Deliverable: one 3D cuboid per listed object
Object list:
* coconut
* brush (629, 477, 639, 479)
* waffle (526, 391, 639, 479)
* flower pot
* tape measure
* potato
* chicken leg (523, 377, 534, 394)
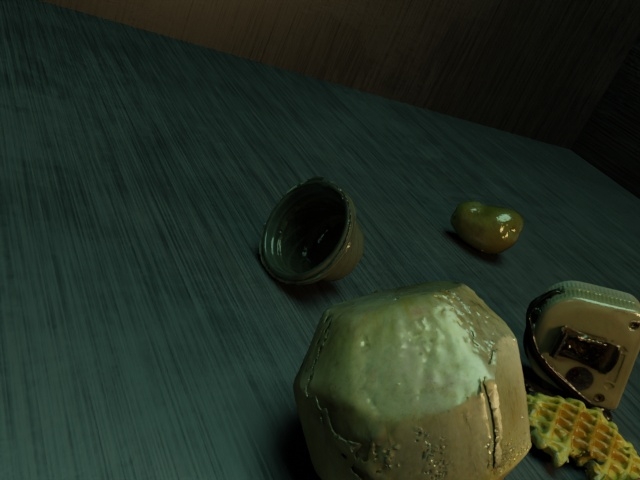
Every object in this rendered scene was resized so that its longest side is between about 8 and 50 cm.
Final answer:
[{"bbox_3d":[0.133,0.241,1.080,0.353,0.352,0.352,20,25,-10],"label":"coconut"},{"bbox_3d":[0.519,0.452,1.273,0.323,0.070,0.051,3,31,-34],"label":"brush"},{"bbox_3d":[0.493,0.375,1.416,0.261,0.056,0.250,9,28,-26],"label":"waffle"},{"bbox_3d":[0.000,0.000,1.565,0.140,0.235,0.235,33,11,-50],"label":"flower pot"},{"bbox_3d":[0.529,0.230,1.556,0.231,0.271,0.133,12,24,8],"label":"tape measure"},{"bbox_3d":[0.467,-0.043,2.119,0.194,0.157,0.157,25,24,5],"label":"potato"},{"bbox_3d":[0.314,0.268,1.475,0.253,0.051,0.106,23,19,-12],"label":"chicken leg"}]
